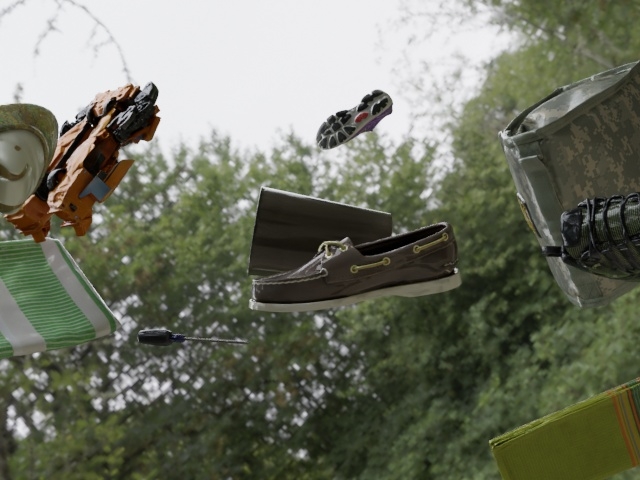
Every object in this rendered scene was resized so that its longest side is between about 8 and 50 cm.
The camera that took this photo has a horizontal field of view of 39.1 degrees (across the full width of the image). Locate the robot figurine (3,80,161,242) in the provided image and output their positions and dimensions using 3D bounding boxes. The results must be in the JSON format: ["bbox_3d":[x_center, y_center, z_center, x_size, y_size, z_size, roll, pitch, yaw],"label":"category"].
[{"bbox_3d":[-0.351,-0.130,1.386,0.085,0.211,0.291,53,-132,-33],"label":"robot figurine"}]

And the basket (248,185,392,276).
[{"bbox_3d":[0.000,0.000,1.533,0.204,0.227,0.154,-126,44,-87],"label":"basket"}]

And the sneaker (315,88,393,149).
[{"bbox_3d":[0.072,-0.224,1.770,0.170,0.068,0.071,-30,-29,5],"label":"sneaker"}]

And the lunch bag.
[{"bbox_3d":[0.343,-0.071,1.158,0.287,0.169,0.235,-34,-76,-46],"label":"lunch bag"}]

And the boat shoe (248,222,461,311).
[{"bbox_3d":[0.050,0.041,1.335,0.324,0.116,0.096,-8,-80,-10],"label":"boat shoe"}]

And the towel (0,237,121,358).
[{"bbox_3d":[-0.479,0.080,1.297,0.325,0.248,0.038,-4,-52,-44],"label":"towel"}]

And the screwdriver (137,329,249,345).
[{"bbox_3d":[-0.179,0.140,1.279,0.025,0.170,0.024,-23,-66,-78],"label":"screwdriver"}]

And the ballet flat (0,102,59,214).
[{"bbox_3d":[-0.372,-0.059,0.920,0.348,0.123,0.123,-28,-35,-54],"label":"ballet flat"}]

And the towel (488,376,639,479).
[{"bbox_3d":[0.323,0.235,1.053,0.237,0.102,0.021,-22,10,1],"label":"towel"}]

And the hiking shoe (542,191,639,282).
[{"bbox_3d":[0.289,-0.005,0.847,0.114,0.086,0.227,0,-18,-6],"label":"hiking shoe"}]
